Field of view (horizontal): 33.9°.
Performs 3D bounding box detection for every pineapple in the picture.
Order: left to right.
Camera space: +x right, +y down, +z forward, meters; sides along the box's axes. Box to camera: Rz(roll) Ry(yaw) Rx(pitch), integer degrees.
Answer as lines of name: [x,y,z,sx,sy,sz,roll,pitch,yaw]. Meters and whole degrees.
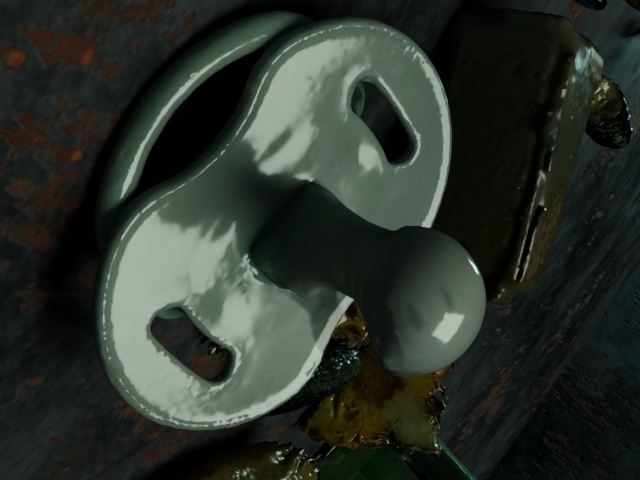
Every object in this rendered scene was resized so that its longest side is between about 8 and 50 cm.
pineapple: [0.107,0.227,1.420,0.250,0.164,0.140,-49,166,-21]

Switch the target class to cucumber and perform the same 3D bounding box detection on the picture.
cucumber: [-0.016,0.144,1.152,0.074,0.074,0.241,-59,158,12]
cucumber: [0.419,-0.186,1.553,0.072,0.081,0.303,-14,173,19]

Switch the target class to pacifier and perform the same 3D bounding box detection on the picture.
pacifier: [0.000,0.000,0.736,0.343,0.269,0.288,-54,134,-10]

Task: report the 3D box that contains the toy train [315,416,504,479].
toy train: [0.141,0.361,1.507,0.202,0.301,0.120,-45,159,2]

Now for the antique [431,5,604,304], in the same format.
antique: [0.181,-0.078,1.047,0.150,0.125,0.284,14,90,-65]

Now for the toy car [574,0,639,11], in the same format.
toy car: [0.386,-0.314,1.106,0.204,0.198,0.248,-59,169,10]

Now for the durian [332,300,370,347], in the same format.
durian: [0.113,0.033,1.199,0.341,0.112,0.191,-30,147,-48]

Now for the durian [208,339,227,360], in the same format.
durian: [-0.013,0.036,0.989,0.224,0.078,0.140,-54,159,2]

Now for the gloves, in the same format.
gloves: [-0.123,0.339,1.116,0.356,0.155,0.203,-23,139,-47]
